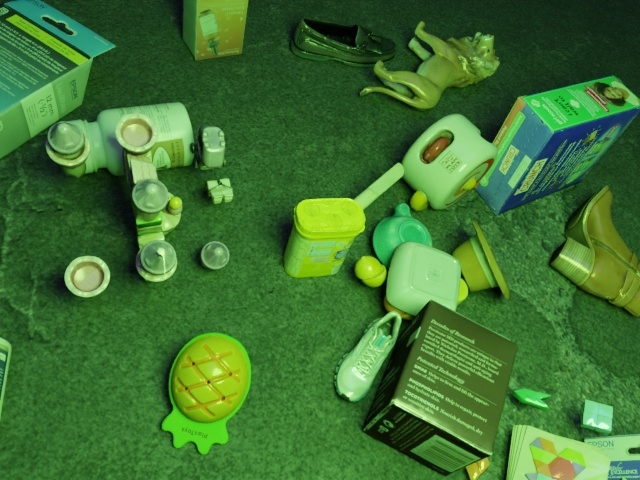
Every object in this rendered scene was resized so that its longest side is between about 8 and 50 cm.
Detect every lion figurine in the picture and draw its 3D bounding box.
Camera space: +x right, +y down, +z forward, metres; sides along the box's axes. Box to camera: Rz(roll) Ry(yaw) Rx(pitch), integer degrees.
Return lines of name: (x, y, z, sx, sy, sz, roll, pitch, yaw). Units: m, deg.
lion figurine: (0.301, -0.443, 1.429, 0.240, 0.142, 0.392, 40, 70, 4)

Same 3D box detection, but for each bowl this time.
bowl: (0.201, 0.071, 0.995, 0.142, 0.053, 0.142, 20, 60, -8)

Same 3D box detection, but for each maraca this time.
maraca: (-0.180, 0.240, 0.844, 0.127, 0.099, 0.186, 15, 80, -2)

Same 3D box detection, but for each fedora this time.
fedora: (0.321, 0.049, 1.093, 0.079, 0.194, 0.194, -24, 58, 16)

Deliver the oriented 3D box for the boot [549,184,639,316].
boot: (0.674, 0.018, 1.213, 0.220, 0.109, 0.283, 34, 57, 10)

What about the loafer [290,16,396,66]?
loafer: (0.073, -0.539, 1.435, 0.302, 0.095, 0.109, -2, 58, -16)

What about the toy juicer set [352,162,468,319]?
toy juicer set: (0.141, 0.015, 1.082, 0.209, 0.089, 0.329, -17, 73, -26)

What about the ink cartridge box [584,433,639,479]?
ink cartridge box: (0.537, 0.418, 0.853, 0.045, 0.206, 0.208, 34, 52, -25)

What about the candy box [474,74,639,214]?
candy box: (0.544, -0.222, 1.244, 0.317, 0.268, 0.122, -20, 60, -26)

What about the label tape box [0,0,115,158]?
label tape box: (-0.640, -0.350, 1.105, 0.249, 0.115, 0.348, 32, 52, 7)

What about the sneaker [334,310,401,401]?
sneaker: (0.089, 0.198, 0.951, 0.071, 0.083, 0.191, 32, 56, 5)

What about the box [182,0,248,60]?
box: (-0.260, -0.546, 1.302, 0.130, 0.170, 0.091, -19, 62, -26)

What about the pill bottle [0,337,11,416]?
pill bottle: (-0.506, 0.227, 0.759, 0.094, 0.094, 0.169, 0, 57, -16)

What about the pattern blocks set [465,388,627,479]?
pattern blocks set: (0.376, 0.402, 0.862, 0.285, 0.026, 0.325, 3, 55, 13)

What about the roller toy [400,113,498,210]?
roller toy: (0.287, -0.168, 1.183, 0.209, 0.191, 0.146, -30, 70, -30)

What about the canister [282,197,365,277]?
canister: (0.000, 0.000, 1.005, 0.126, 0.170, 0.073, -3, 58, -18)

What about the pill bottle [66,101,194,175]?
pill bottle: (-0.379, -0.198, 1.059, 0.229, 0.131, 0.131, -13, 61, -22)

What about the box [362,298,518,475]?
box: (0.198, 0.248, 0.892, 0.167, 0.168, 0.203, 27, 54, 4)

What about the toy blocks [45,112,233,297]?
toy blocks: (-0.271, -0.073, 0.877, 0.308, 0.260, 0.289, -9, 82, -22)
